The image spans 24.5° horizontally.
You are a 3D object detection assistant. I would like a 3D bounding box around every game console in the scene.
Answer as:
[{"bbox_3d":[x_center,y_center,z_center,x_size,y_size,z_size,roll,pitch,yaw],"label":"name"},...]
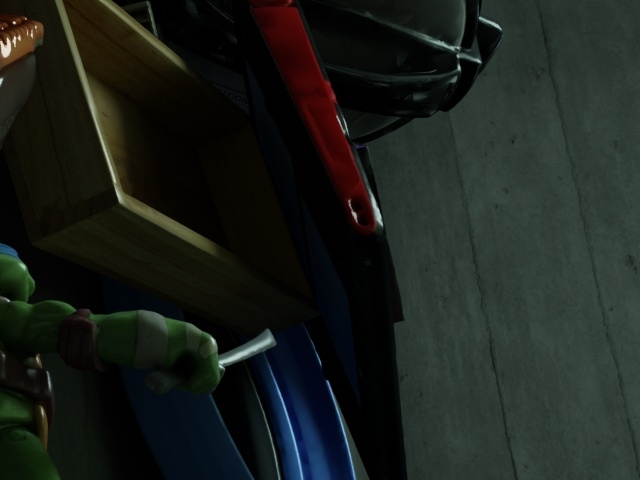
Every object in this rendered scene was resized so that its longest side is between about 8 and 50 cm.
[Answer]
[{"bbox_3d":[0.000,0.000,1.318,0.386,0.060,0.342,81,-7,-48],"label":"game console"}]

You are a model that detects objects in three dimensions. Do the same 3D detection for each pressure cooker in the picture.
[{"bbox_3d":[-0.025,-0.300,1.548,0.375,0.370,0.420,66,11,-46],"label":"pressure cooker"}]

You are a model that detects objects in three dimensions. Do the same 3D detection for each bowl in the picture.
[{"bbox_3d":[-0.080,0.127,1.351,0.391,0.077,0.391,61,12,-24],"label":"bowl"}]

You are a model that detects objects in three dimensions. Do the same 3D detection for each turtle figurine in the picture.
[{"bbox_3d":[-0.130,0.136,0.797,0.274,0.198,0.266,64,16,-48],"label":"turtle figurine"}]

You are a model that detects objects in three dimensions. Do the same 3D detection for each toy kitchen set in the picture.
[{"bbox_3d":[-0.191,-0.204,1.280,0.083,0.075,0.068,-42,120,-86],"label":"toy kitchen set"}]

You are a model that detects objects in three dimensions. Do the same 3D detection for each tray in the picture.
[{"bbox_3d":[-0.126,-0.055,1.140,0.202,0.076,0.411,70,13,18],"label":"tray"}]

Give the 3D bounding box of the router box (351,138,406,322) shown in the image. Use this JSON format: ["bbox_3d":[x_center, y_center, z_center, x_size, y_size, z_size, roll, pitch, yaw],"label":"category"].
[{"bbox_3d":[0.037,-0.010,1.475,0.133,0.046,0.178,-135,-148,-81],"label":"router box"}]

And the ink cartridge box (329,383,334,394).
[{"bbox_3d":[-0.025,0.080,1.856,0.078,0.134,0.231,67,14,-61],"label":"ink cartridge box"}]

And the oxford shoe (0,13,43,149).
[{"bbox_3d":[-0.223,-0.025,0.706,0.363,0.130,0.132,-63,152,-65],"label":"oxford shoe"}]
